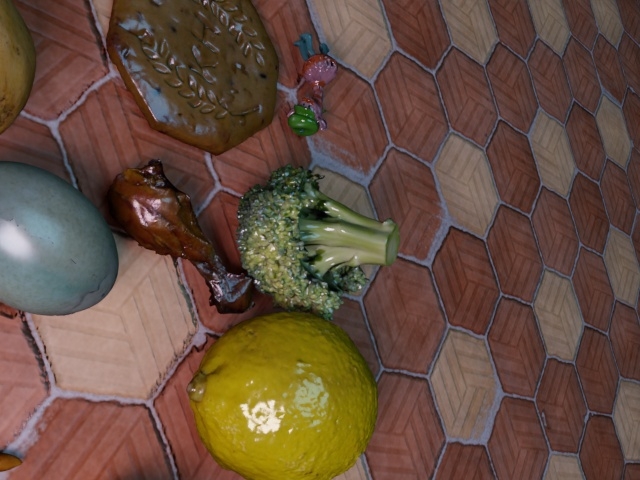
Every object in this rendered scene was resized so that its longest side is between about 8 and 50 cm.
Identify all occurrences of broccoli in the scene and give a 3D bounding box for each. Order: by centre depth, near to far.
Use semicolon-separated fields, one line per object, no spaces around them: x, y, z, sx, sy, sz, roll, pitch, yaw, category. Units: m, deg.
-0.014;0.009;1.200;0.260;0.235;0.288;36;29;14;broccoli

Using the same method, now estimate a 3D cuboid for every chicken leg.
-0.203;0.009;1.092;0.304;0.113;0.093;49;16;-25;chicken leg

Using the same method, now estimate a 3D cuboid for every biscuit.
-0.206;-0.323;1.220;0.359;0.046;0.358;13;71;-41;biscuit

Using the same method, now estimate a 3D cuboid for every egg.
-0.362;0.000;0.892;0.236;0.169;0.169;41;54;-29;egg

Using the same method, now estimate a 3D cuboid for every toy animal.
-0.014;-0.301;1.385;0.103;0.100;0.208;69;20;-71;toy animal

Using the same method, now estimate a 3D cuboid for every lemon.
-0.055;0.242;1.073;0.322;0.268;0.268;2;79;-45;lemon

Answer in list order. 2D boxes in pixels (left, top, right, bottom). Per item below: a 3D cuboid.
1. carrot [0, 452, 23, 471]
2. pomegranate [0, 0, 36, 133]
-0.449;0.269;0.839;0.190;0.037;0.037;17;68;-45;carrot
-0.462;-0.215;0.800;0.261;0.261;0.260;13;71;-42;pomegranate
